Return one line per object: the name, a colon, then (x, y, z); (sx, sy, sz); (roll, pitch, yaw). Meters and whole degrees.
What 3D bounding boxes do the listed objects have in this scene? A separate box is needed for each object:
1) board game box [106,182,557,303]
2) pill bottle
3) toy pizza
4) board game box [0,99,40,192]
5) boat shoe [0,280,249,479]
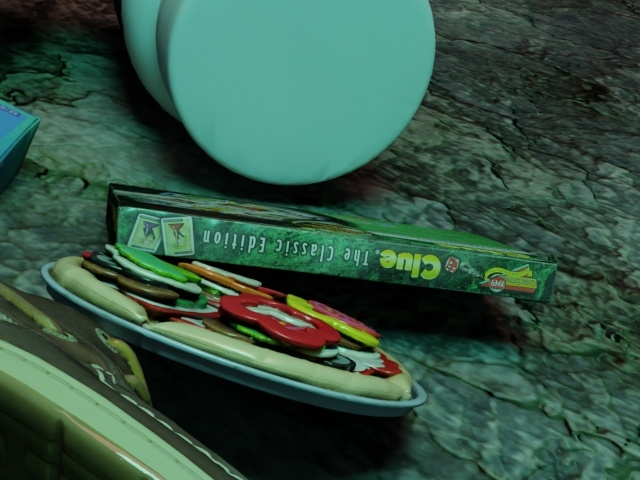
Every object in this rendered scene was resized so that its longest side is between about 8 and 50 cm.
board game box: (0.000, 0.000, 0.714); (0.259, 0.030, 0.136); (8, 4, -13)
pill bottle: (-0.059, -0.210, 0.937); (0.224, 0.224, 0.392); (5, 26, -19)
toy pizza: (-0.039, 0.037, 0.576); (0.201, 0.032, 0.201); (19, 3, -1)
board game box: (-0.272, -0.054, 0.667); (0.160, 0.047, 0.210); (26, 24, -7)
boat shoe: (-0.115, 0.069, 0.454); (0.342, 0.123, 0.123); (21, 26, 28)
